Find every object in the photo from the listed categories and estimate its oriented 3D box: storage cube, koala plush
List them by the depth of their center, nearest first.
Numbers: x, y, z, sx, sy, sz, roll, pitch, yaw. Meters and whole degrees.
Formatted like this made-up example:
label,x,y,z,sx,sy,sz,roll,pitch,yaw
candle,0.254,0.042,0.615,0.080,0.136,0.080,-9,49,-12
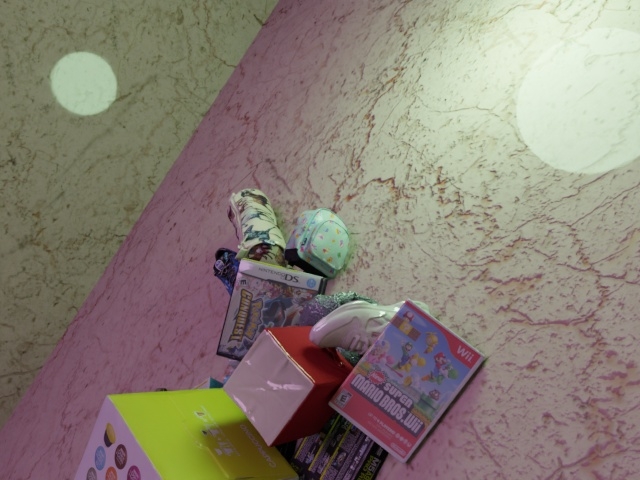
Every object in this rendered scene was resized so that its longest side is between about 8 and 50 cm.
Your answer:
label,x,y,z,sx,sy,sz,roll,pitch,yaw
storage cube,-0.063,0.318,1.433,0.184,0.193,0.215,44,109,28
koala plush,0.057,0.254,1.561,0.196,0.203,0.221,-37,48,21

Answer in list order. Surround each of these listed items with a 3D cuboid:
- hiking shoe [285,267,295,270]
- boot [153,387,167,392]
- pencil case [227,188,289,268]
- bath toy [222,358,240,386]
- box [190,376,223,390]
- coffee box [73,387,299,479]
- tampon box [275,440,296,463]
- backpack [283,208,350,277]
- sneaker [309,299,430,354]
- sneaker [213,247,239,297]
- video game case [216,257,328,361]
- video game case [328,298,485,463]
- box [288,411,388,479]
label,x,y,z,sx,sy,sz,roll,pitch,yaw
hiking shoe,-0.098,0.205,1.787,0.113,0.132,0.304,-47,52,27
boot,-0.561,0.562,2.185,0.087,0.042,0.118,-35,35,37
pencil case,-0.223,-0.029,2.183,0.160,0.183,0.410,-45,32,13
bath toy,-0.168,0.303,1.846,0.129,0.151,0.348,5,52,13
box,-0.349,0.540,1.906,0.100,0.060,0.244,-36,36,26
coffee box,-0.319,0.568,1.437,0.338,0.338,0.334,37,108,41
tampon box,-0.157,0.540,1.619,0.161,0.101,0.120,-23,43,39
backpack,0.000,0.000,1.878,0.144,0.166,0.188,-17,48,47
sneaker,0.128,0.213,1.417,0.114,0.305,0.152,108,152,-47
sneaker,-0.297,0.129,2.158,0.130,0.147,0.330,-49,33,7
video game case,-0.131,0.206,1.717,0.248,0.035,0.274,13,86,13
video game case,0.181,0.297,1.353,0.285,0.204,0.025,-53,-7,0
box,0.029,0.509,1.450,0.216,0.060,0.270,14,70,57
